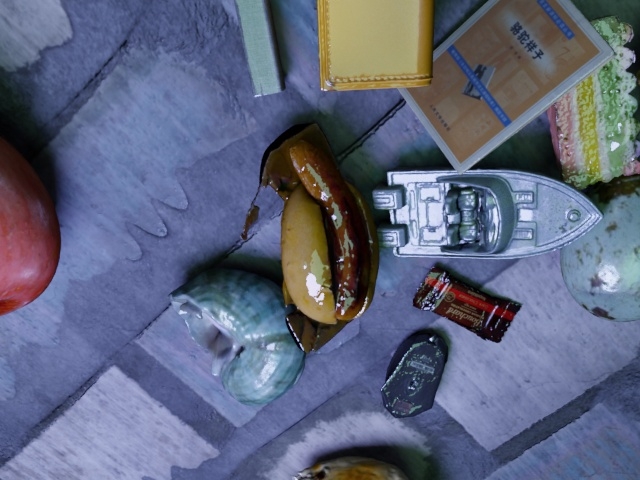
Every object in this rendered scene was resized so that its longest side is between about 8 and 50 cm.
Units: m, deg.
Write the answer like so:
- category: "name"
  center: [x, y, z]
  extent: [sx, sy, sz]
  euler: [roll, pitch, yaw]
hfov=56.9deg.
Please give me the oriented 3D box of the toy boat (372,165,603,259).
- category: "toy boat"
  center: [0.237, -0.039, 0.862]
  extent: [0.319, 0.092, 0.141]
  euler: [1, 113, 21]

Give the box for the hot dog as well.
- category: "hot dog"
  center: [0.005, 0.000, 0.856]
  extent: [0.194, 0.107, 0.326]
  euler: [-31, 108, -31]

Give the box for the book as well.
- category: "book"
  center: [0.236, -0.226, 0.794]
  extent: [0.241, 0.018, 0.170]
  euler: [-40, 71, 28]

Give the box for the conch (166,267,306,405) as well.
- category: "conch"
  center: [-0.116, 0.166, 0.974]
  extent: [0.220, 0.196, 0.277]
  euler: [-12, 139, 34]

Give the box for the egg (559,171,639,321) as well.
- category: "egg"
  center: [0.443, 0.005, 0.868]
  extent: [0.169, 0.169, 0.231]
  euler: [2, 96, 2]

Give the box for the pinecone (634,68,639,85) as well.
- category: "pinecone"
  center: [0.509, -0.227, 0.766]
  extent: [0.212, 0.168, 0.186]
  euler: [2, 99, -11]

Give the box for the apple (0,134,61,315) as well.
- category: "apple"
  center: [-0.572, -0.026, 0.821]
  extent: [0.363, 0.364, 0.364]
  euler: [1, 113, 3]

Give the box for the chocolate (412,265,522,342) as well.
- category: "chocolate"
  center: [0.246, 0.109, 0.999]
  extent: [0.182, 0.028, 0.086]
  euler: [23, 105, -8]

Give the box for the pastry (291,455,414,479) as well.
- category: "pastry"
  center: [0.066, 0.496, 1.106]
  extent: [0.255, 0.170, 0.237]
  euler: [-15, 131, 5]

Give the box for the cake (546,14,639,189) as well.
- category: "cake"
  center: [0.373, -0.190, 0.822]
  extent: [0.109, 0.090, 0.226]
  euler: [-12, 107, 9]

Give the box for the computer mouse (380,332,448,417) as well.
- category: "computer mouse"
  center: [0.166, 0.234, 1.043]
  extent: [0.099, 0.057, 0.172]
  euler: [23, 101, -4]

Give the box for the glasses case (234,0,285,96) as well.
- category: "glasses case"
  center: [-0.088, -0.309, 0.816]
  extent: [0.047, 0.071, 0.205]
  euler: [-9, 112, 4]

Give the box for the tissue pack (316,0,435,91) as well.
- category: "tissue pack"
  center: [0.063, -0.340, 0.732]
  extent: [0.145, 0.194, 0.275]
  euler: [-2, 114, -1]
